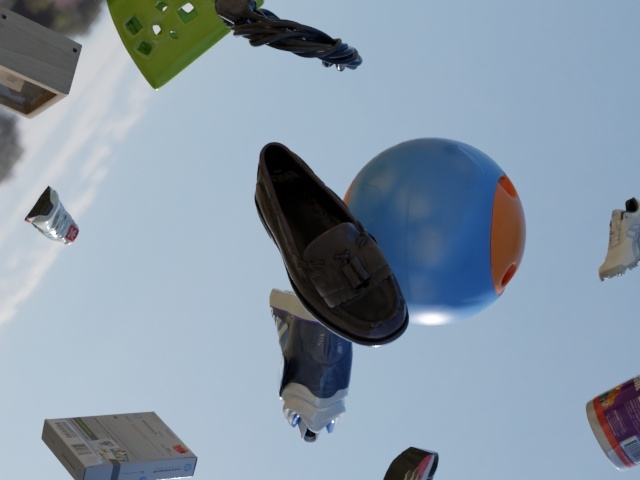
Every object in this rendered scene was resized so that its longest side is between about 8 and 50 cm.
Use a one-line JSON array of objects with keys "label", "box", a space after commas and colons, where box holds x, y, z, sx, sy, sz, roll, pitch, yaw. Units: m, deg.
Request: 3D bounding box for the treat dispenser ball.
[{"label": "treat dispenser ball", "box": [0.169, -0.014, 2.203, 0.288, 0.288, 0.288, -48, -165, 18]}]

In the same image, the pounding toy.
[{"label": "pounding toy", "box": [-0.467, -0.256, 2.003, 0.181, 0.206, 0.094, -20, -127, 53]}]

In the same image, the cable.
[{"label": "cable", "box": [-0.028, -0.211, 1.537, 0.184, 0.151, 0.047, 33, -80, 55]}]

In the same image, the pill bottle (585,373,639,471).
[{"label": "pill bottle", "box": [0.459, 0.218, 1.912, 0.193, 0.108, 0.108, -30, -158, 17]}]

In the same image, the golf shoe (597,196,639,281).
[{"label": "golf shoe", "box": [0.463, -0.002, 2.235, 0.069, 0.086, 0.176, -26, -169, 44]}]

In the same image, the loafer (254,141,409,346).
[{"label": "loafer", "box": [0.000, 0.000, 1.697, 0.109, 0.095, 0.302, -27, -130, -13]}]

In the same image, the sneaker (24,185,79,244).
[{"label": "sneaker", "box": [-0.369, -0.031, 2.030, 0.057, 0.075, 0.161, -58, -169, -11]}]

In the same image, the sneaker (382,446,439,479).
[{"label": "sneaker", "box": [0.124, 0.370, 2.013, 0.072, 0.077, 0.178, 38, -75, 53]}]

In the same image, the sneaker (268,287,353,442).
[{"label": "sneaker", "box": [-0.027, 0.206, 2.371, 0.323, 0.130, 0.236, -166, -96, -78]}]

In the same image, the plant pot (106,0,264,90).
[{"label": "plant pot", "box": [-0.237, -0.398, 2.291, 0.227, 0.207, 0.228, -37, -165, 7]}]

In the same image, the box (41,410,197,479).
[{"label": "box", "box": [-0.298, 0.306, 2.137, 0.145, 0.186, 0.038, 36, -61, 47]}]
